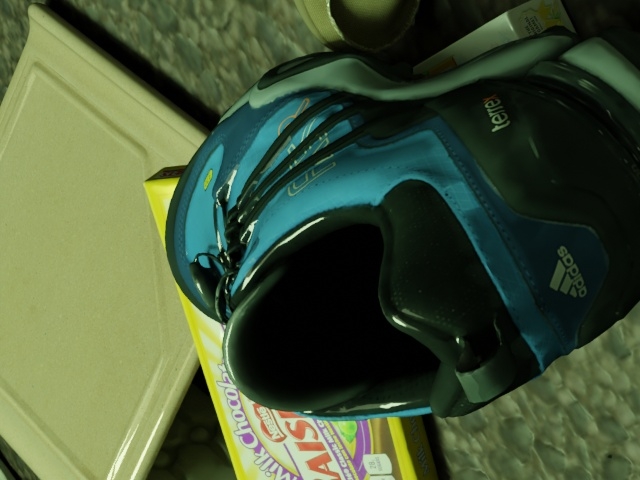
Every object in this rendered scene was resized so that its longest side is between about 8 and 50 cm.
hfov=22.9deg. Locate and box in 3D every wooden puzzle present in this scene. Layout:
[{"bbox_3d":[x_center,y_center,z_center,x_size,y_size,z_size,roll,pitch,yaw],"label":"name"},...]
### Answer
[{"bbox_3d":[-0.130,0.017,0.876,0.221,0.044,0.239,38,114,37],"label":"wooden puzzle"}]

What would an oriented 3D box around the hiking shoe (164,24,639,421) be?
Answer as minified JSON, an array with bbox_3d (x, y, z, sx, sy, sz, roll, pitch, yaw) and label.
[{"bbox_3d":[0.000,0.000,0.561,0.113,0.132,0.304,58,152,-10],"label":"hiking shoe"}]

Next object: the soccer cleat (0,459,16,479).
[{"bbox_3d":[-0.264,0.293,1.291,0.331,0.116,0.143,59,150,9],"label":"soccer cleat"}]

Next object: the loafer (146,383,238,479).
[{"bbox_3d":[-0.033,0.194,0.869,0.319,0.112,0.111,46,152,42],"label":"loafer"}]

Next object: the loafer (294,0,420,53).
[{"bbox_3d":[0.021,-0.128,0.572,0.050,0.056,0.148,44,146,41],"label":"loafer"}]

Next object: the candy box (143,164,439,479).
[{"bbox_3d":[-0.010,0.058,0.758,0.105,0.027,0.206,-4,111,33],"label":"candy box"}]

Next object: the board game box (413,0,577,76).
[{"bbox_3d":[0.062,-0.022,0.621,0.154,0.026,0.103,-26,90,60],"label":"board game box"}]
